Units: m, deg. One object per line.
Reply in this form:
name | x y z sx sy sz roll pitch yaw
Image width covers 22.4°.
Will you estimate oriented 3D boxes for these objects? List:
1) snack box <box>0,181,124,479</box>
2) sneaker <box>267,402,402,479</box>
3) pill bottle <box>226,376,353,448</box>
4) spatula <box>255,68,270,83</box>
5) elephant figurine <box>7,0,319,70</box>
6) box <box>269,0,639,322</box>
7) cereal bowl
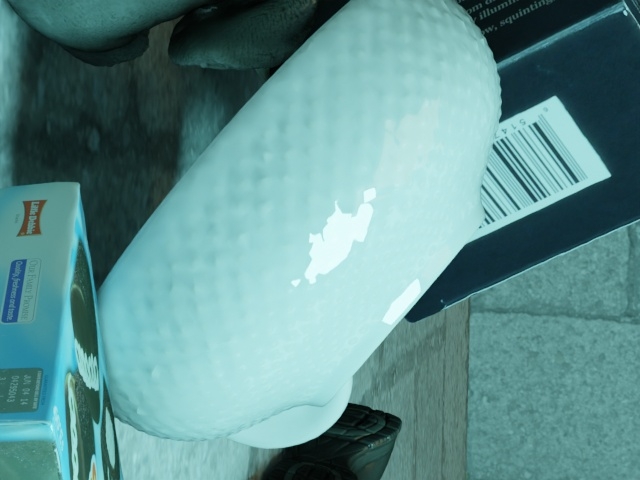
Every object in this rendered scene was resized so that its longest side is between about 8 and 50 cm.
snack box | -0.140 0.154 0.855 0.187 0.060 0.321 -95 -178 -53
sneaker | 0.005 0.254 1.634 0.286 0.109 0.130 -44 145 -63
pill bottle | -0.033 0.046 1.288 0.229 0.131 0.131 -82 168 -57
spatula | -0.005 -0.107 1.393 0.242 0.019 0.168 55 11 -22
elephant figurine | -0.051 -0.178 0.921 0.169 0.240 0.186 69 26 -61
box | 0.129 -0.182 1.338 0.212 0.294 0.395 46 28 -39
cereal bowl | 0.000 0.000 1.013 0.339 0.141 0.339 -49 177 -3
